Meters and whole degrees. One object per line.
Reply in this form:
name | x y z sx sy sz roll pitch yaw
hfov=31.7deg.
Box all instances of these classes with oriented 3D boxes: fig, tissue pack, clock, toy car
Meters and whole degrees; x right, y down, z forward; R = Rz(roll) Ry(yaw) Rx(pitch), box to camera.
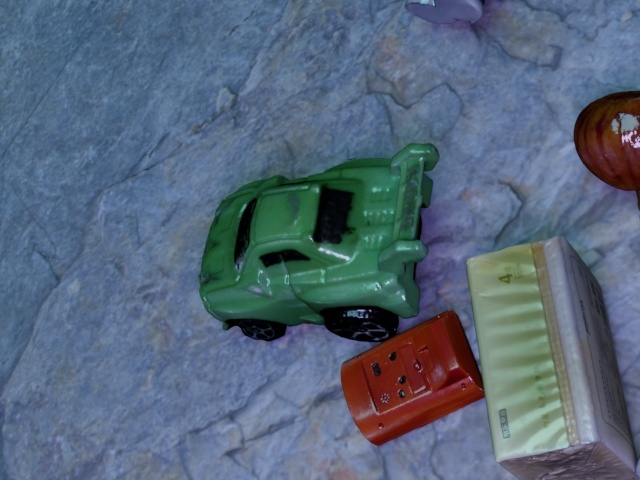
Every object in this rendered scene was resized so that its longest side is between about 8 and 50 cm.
fig | 0.364 -0.108 1.277 0.128 0.128 0.150 -44 81 3
tissue pack | 0.243 0.134 1.187 0.125 0.159 0.234 -17 59 22
clock | 0.102 0.158 1.320 0.155 0.061 0.113 -29 55 17
toy car | 0.000 0.000 1.387 0.359 0.176 0.213 -4 63 29

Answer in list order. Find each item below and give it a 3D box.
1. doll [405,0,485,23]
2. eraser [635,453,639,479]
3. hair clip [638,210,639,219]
doll | 0.200 -0.412 1.499 0.215 0.161 0.256 11 73 50
eraser | 0.474 0.256 1.054 0.352 0.061 0.089 18 75 36
hair clip | 0.437 0.069 1.133 0.101 0.085 0.330 -30 47 7
